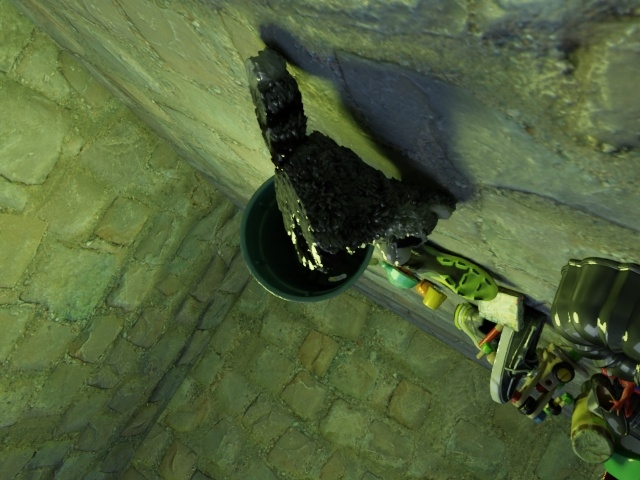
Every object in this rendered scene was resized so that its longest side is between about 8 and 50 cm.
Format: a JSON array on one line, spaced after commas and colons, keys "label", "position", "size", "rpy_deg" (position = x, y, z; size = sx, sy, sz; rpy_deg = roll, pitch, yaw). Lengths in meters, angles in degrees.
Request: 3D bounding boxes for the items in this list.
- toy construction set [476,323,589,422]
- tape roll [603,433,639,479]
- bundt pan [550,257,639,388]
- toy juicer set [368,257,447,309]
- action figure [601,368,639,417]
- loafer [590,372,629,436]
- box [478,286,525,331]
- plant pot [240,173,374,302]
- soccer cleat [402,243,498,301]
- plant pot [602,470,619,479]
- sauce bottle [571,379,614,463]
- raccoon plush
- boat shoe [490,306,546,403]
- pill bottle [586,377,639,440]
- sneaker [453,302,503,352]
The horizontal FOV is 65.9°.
[{"label": "toy construction set", "position": [0.657, 0.358, 1.499], "size": [0.257, 0.237, 0.309], "rpy_deg": [-3, -137, -49]}, {"label": "tape roll", "position": [0.979, 0.619, 1.397], "size": [0.321, 0.077, 0.321], "rpy_deg": [-4, 177, 0]}, {"label": "bundt pan", "position": [0.543, 0.168, 0.832], "size": [0.331, 0.124, 0.331], "rpy_deg": [33, 172, 5]}, {"label": "toy juicer set", "position": [0.283, 0.108, 1.731], "size": [0.329, 0.089, 0.209], "rpy_deg": [30, -169, 0]}, {"label": "action figure", "position": [0.828, 0.422, 1.239], "size": [0.280, 0.139, 0.091], "rpy_deg": [33, 172, 17]}, {"label": "loafer", "position": [0.760, 0.440, 1.303], "size": [0.061, 0.062, 0.170], "rpy_deg": [-14, -103, -57]}, {"label": "box", "position": [0.472, 0.171, 1.294], "size": [0.137, 0.027, 0.094], "rpy_deg": [20, 121, 61]}, {"label": "plant pot", "position": [0.000, 0.000, 1.361], "size": [0.341, 0.341, 0.334], "rpy_deg": [31, 180, 14]}, {"label": "soccer cleat", "position": [0.337, 0.071, 1.308], "size": [0.289, 0.093, 0.121], "rpy_deg": [24, -161, 29]}, {"label": "plant pot", "position": [1.201, 0.802, 1.704], "size": [0.236, 0.267, 0.267], "rpy_deg": [23, 179, -33]}, {"label": "sauce bottle", "position": [0.825, 0.530, 1.501], "size": [0.111, 0.111, 0.344], "rpy_deg": [31, -154, 17]}, {"label": "raccoon plush", "position": [0.076, -0.140, 0.891], "size": [0.216, 0.299, 0.446], "rpy_deg": [-132, 25, -54]}, {"label": "boat shoe", "position": [0.547, 0.327, 1.350], "size": [0.105, 0.306, 0.113], "rpy_deg": [21, -158, 38]}, {"label": "pill bottle", "position": [0.886, 0.482, 1.363], "size": [0.246, 0.130, 0.130], "rpy_deg": [31, 172, 16]}, {"label": "sneaker", "position": [0.587, 0.324, 1.713], "size": [0.300, 0.111, 0.121], "rpy_deg": [35, 168, -29]}]
